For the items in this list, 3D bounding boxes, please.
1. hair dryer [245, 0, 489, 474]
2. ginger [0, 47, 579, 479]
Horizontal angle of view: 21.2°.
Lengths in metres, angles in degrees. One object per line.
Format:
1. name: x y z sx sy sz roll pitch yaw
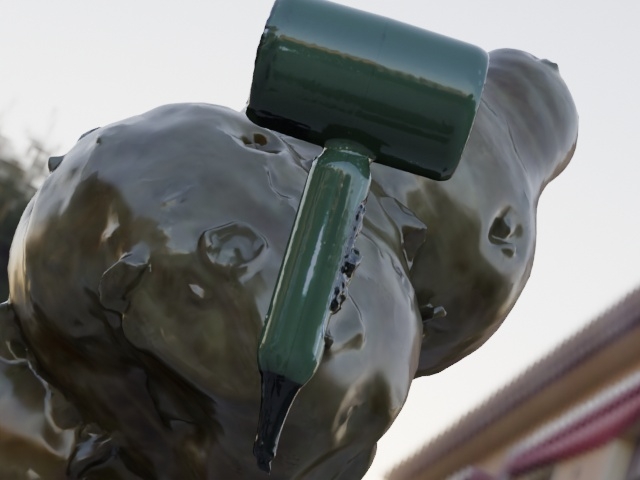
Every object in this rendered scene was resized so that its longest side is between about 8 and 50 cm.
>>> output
1. hair dryer: 0.000 0.000 0.540 0.071 0.150 0.047 16 -8 -1
2. ginger: -0.023 0.017 0.735 0.176 0.375 0.256 52 -41 3
